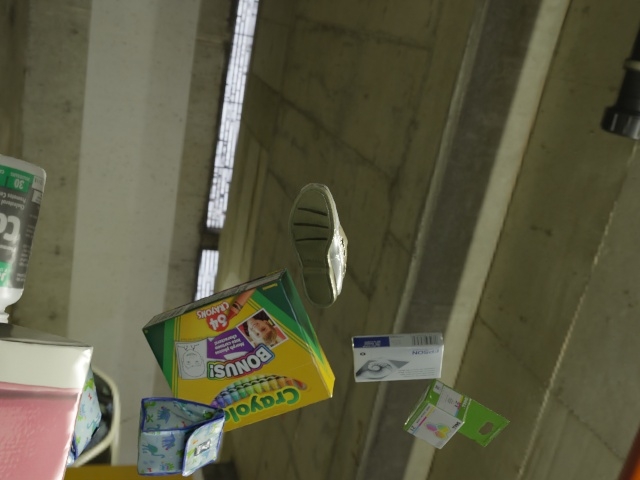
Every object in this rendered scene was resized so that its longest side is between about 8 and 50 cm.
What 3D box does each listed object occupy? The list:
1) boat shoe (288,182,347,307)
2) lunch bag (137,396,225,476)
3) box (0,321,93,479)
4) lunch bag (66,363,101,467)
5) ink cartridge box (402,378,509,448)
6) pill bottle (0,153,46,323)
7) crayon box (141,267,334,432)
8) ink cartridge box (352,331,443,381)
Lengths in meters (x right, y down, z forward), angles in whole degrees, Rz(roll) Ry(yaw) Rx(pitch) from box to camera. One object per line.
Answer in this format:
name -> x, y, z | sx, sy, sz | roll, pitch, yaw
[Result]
boat shoe -> 0.000, 0.000, 1.506 | 0.103, 0.113, 0.302 | -52, 146, -55
lunch bag -> -0.257, 0.361, 1.214 | 0.096, 0.151, 0.128 | -111, -150, -52
box -> -0.347, 0.202, 0.661 | 0.149, 0.127, 0.232 | 6, -98, 30
lunch bag -> -0.556, 0.365, 1.426 | 0.176, 0.090, 0.219 | -65, 157, -67
ink cartridge box -> 0.405, 0.552, 1.984 | 0.097, 0.255, 0.188 | -55, 170, -43
pill bottle -> -0.679, 0.014, 1.300 | 0.204, 0.204, 0.361 | 170, -70, -71
crayon box -> -0.192, 0.276, 1.588 | 0.106, 0.363, 0.313 | -66, 134, -75
ink cartridge box -> 0.194, 0.313, 1.672 | 0.224, 0.223, 0.045 | 82, 6, -49
